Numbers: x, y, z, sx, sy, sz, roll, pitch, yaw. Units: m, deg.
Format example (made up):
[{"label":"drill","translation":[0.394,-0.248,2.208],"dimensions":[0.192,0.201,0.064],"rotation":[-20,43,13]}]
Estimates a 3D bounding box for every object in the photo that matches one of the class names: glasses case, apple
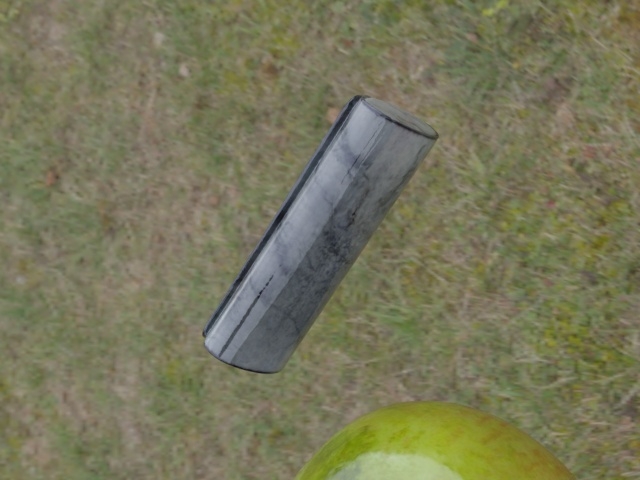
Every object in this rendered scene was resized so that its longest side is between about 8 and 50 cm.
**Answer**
[{"label":"glasses case","translation":[0.000,0.000,1.222],"dimensions":[0.299,0.114,0.060],"rotation":[-56,48,17]},{"label":"apple","translation":[0.113,0.322,1.219],"dimensions":[0.339,0.339,0.340],"rotation":[-5,81,31]}]
